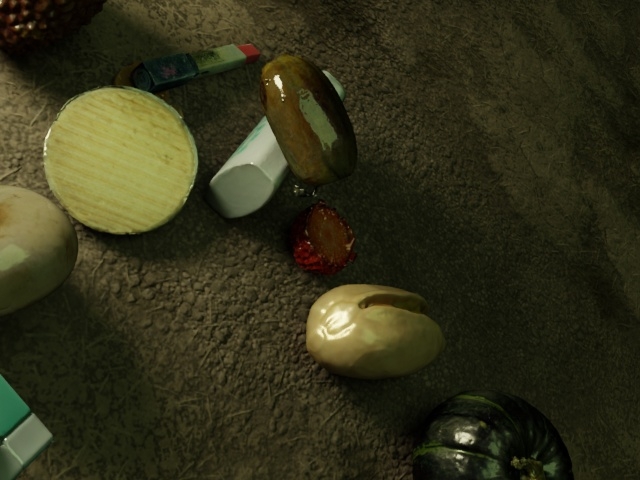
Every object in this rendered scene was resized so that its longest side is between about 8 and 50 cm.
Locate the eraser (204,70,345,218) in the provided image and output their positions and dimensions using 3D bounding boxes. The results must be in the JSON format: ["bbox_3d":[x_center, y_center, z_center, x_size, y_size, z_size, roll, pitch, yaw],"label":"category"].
[{"bbox_3d":[-0.080,-0.179,1.436,0.104,0.189,0.290,47,52,-18],"label":"eraser"}]

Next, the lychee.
[{"bbox_3d":[-0.465,-0.422,1.233,0.271,0.271,0.271,14,64,-31],"label":"lychee"}]

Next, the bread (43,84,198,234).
[{"bbox_3d":[-0.334,-0.134,1.305,0.267,0.040,0.267,6,77,-26],"label":"bread"}]

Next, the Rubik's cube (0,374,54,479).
[{"bbox_3d":[-0.474,0.265,0.931,0.224,0.265,0.213,53,35,-8],"label":"Rubik's cube"}]

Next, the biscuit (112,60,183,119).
[{"bbox_3d":[-0.315,-0.234,1.392,0.133,0.027,0.184,-30,90,-40],"label":"biscuit"}]

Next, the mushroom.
[{"bbox_3d":[-0.457,0.024,1.085,0.226,0.226,0.178,-25,128,-40],"label":"mushroom"}]

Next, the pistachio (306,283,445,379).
[{"bbox_3d":[0.104,0.179,1.451,0.299,0.187,0.187,12,65,-39],"label":"pistachio"}]

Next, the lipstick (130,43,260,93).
[{"bbox_3d":[-0.222,-0.337,1.470,0.312,0.051,0.051,-31,90,-47],"label":"lipstick"}]

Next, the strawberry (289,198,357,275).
[{"bbox_3d":[0.000,0.000,1.489,0.145,0.086,0.145,13,67,-32],"label":"strawberry"}]

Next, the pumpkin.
[{"bbox_3d":[0.317,0.442,1.442,0.323,0.241,0.323,15,66,-37],"label":"pumpkin"}]

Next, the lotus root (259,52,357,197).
[{"bbox_3d":[-0.020,-0.199,1.289,0.124,0.123,0.241,-26,92,-49],"label":"lotus root"}]
